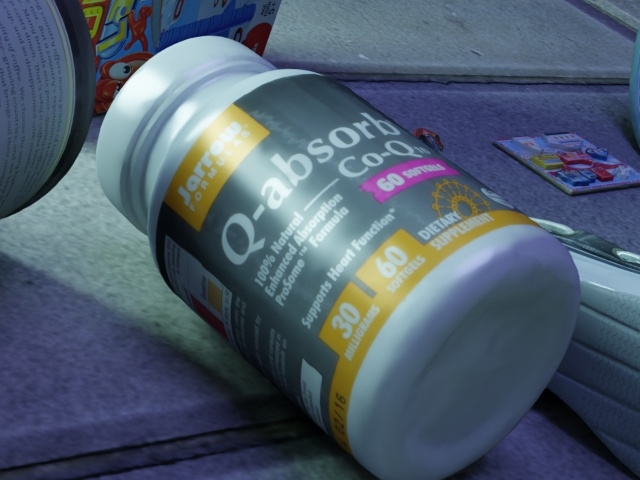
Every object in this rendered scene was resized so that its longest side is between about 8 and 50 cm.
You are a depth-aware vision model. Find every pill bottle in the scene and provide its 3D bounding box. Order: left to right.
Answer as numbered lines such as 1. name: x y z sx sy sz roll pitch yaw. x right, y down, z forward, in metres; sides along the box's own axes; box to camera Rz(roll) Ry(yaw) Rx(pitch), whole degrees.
1. pill bottle: 0.000 0.000 0.855 0.162 0.162 0.278 -8 37 -45

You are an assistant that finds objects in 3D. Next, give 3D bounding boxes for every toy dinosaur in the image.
1. toy dinosaur: 0.079 -0.054 1.128 0.047 0.090 0.082 7 71 -4

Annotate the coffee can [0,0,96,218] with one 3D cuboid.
1. coffee can: -0.262 -0.061 0.739 0.201 0.202 0.275 24 25 9

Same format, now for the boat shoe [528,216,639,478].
1. boat shoe: 0.198 0.055 0.932 0.335 0.121 0.119 33 32 30

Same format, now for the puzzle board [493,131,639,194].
1. puzzle board: 0.230 -0.073 1.345 0.128 0.011 0.096 -8 37 -46

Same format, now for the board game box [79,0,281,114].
1. board game box: -0.116 -0.255 1.113 0.086 0.308 0.302 32 28 21

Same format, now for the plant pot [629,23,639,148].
1. plant pot: 0.530 -0.160 1.406 0.334 0.341 0.341 18 24 -24
